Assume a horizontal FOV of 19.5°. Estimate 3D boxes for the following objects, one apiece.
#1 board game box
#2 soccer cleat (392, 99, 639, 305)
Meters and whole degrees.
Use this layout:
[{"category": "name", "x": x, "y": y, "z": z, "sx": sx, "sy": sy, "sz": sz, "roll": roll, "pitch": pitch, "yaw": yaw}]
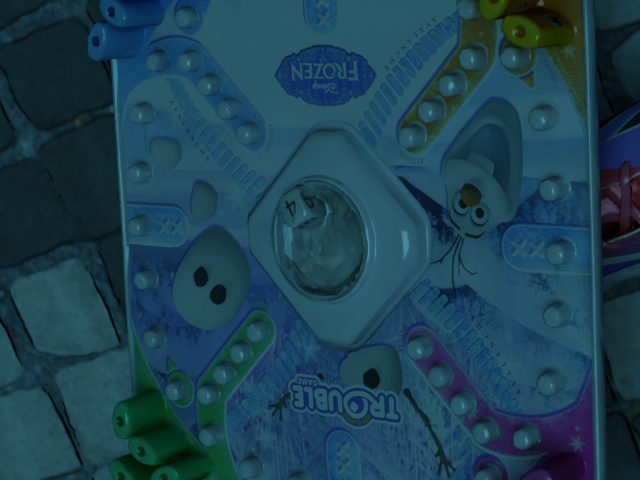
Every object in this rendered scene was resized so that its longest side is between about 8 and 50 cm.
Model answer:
[{"category": "board game box", "x": 0.000, "y": 0.000, "z": 1.200, "sx": 0.390, "sy": 0.050, "sz": 0.390, "roll": 4, "pitch": 100, "yaw": 38}, {"category": "soccer cleat", "x": 0.177, "y": -0.024, "z": 1.163, "sx": 0.318, "sy": 0.116, "sz": 0.108, "roll": -24, "pitch": 89, "yaw": 39}]
